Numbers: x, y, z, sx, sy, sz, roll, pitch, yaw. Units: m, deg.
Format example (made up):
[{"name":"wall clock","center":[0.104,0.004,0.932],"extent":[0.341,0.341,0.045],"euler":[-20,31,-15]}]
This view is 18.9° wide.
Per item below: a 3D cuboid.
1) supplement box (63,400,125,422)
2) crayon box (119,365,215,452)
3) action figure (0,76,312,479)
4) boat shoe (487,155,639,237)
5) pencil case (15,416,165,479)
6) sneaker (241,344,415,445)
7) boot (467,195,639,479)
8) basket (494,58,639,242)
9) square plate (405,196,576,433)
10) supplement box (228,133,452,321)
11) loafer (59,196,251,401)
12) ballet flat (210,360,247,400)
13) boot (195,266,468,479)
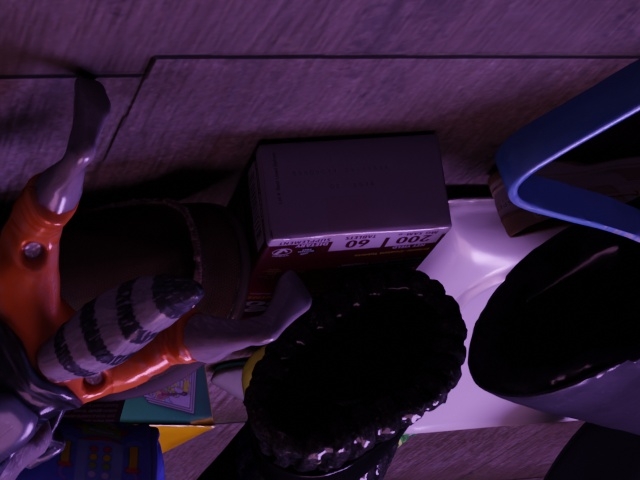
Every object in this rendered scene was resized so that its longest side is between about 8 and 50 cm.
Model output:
[{"name":"supplement box","center":[-0.216,0.134,1.506],"extent":[0.081,0.188,0.104],"euler":[4,-157,-35]},{"name":"crayon box","center":[-0.329,0.159,1.705],"extent":[0.363,0.106,0.313],"euler":[4,160,-34]},{"name":"action figure","center":[-0.225,0.051,1.170],"extent":[0.330,0.178,0.341],"euler":[-38,127,18]},{"name":"boat shoe","center":[0.207,-0.026,1.418],"extent":[0.170,0.059,0.063],"euler":[-3,162,-15]},{"name":"pencil case","center":[-0.267,0.187,1.389],"extent":[0.306,0.133,0.119],"euler":[5,-163,-7]},{"name":"sneaker","center":[0.077,0.142,1.801],"extent":[0.296,0.123,0.109],"euler":[-9,163,3]},{"name":"boot","center":[0.236,0.132,1.481],"extent":[0.367,0.146,0.445],"euler":[-45,155,14]},{"name":"basket","center":[0.263,-0.080,1.021],"extent":[0.289,0.201,0.255],"euler":[-31,154,31]},{"name":"square plate","center":[0.194,0.073,1.612],"extent":[0.344,0.049,0.347],"euler":[-1,147,-24]},{"name":"supplement box","center":[0.000,0.000,1.391],"extent":[0.130,0.073,0.239],"euler":[-4,164,-13]},{"name":"loafer","center":[-0.220,0.052,1.357],"extent":[0.366,0.133,0.130],"euler":[-16,162,24]},{"name":"ballet flat","center":[-0.002,0.152,1.892],"extent":[0.213,0.068,0.072],"euler":[-1,162,-21]},{"name":"boot","center":[-0.031,0.186,1.397],"extent":[0.131,0.348,0.260],"euler":[31,164,0]}]
